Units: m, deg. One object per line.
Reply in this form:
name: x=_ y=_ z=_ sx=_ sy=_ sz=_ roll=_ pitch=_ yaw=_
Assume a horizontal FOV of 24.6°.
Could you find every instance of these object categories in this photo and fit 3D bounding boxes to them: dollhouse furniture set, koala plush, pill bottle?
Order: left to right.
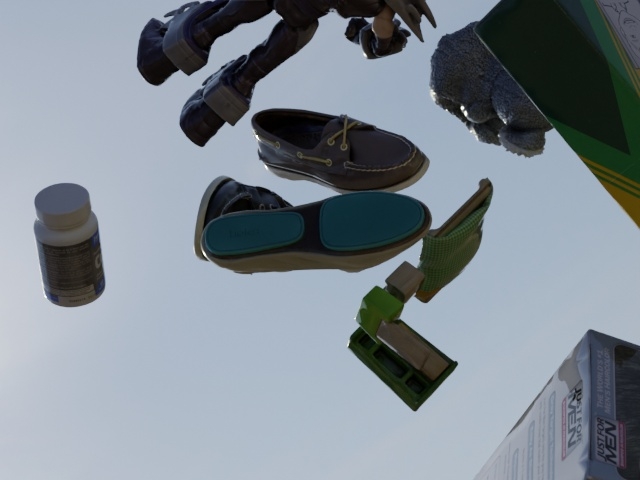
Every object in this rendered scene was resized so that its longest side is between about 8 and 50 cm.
pill bottle: x=-0.300 y=0.005 z=1.746 sx=0.078 sy=0.078 sz=0.137 roll=-23 pitch=-48 yaw=-27
dollhouse furniture set: x=0.201 y=0.081 z=2.249 sx=0.301 sy=0.151 sz=0.197 roll=-43 pitch=-15 yaw=-26
koala plush: x=0.295 y=-0.229 z=2.259 sx=0.203 sy=0.221 sz=0.196 roll=21 pitch=-76 yaw=-41

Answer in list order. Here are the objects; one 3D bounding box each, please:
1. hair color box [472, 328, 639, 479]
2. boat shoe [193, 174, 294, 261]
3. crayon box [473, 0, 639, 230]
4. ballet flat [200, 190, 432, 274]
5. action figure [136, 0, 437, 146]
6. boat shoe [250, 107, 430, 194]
hair color box: x=0.241 y=0.284 z=1.521 sx=0.113 sy=0.185 sz=0.374 roll=18 pitch=-45 yaw=-8
boat shoe: x=-0.093 y=-0.017 z=2.131 sx=0.340 sy=0.113 sz=0.127 roll=23 pitch=-101 yaw=-78
crayon box: x=0.373 y=-0.187 z=1.605 sx=0.106 sy=0.313 sz=0.363 roll=-43 pitch=-5 yaw=39
ballet flat: x=0.000 y=0.000 z=1.530 sx=0.248 sy=0.086 sz=0.086 roll=-3 pitch=-11 yaw=16
action figure: x=-0.027 y=-0.198 z=1.226 sx=0.285 sy=0.185 sz=0.099 roll=-28 pitch=24 yaw=31
boat shoe: x=0.023 y=-0.149 z=2.326 sx=0.116 sy=0.324 sz=0.097 roll=-52 pitch=-46 yaw=-28
